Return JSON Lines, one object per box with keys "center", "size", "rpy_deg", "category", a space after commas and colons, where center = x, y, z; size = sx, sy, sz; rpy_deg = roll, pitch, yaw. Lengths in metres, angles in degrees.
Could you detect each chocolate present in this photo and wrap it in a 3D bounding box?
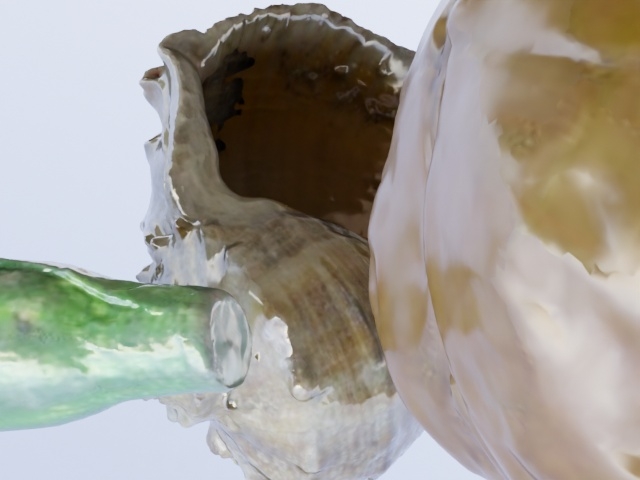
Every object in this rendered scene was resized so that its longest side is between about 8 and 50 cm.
{"center": [-0.178, 0.058, 1.047], "size": [0.291, 0.110, 0.110], "rpy_deg": [-3, -157, 23], "category": "chocolate"}

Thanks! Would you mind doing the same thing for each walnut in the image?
{"center": [0.207, 0.019, 0.847], "size": [0.398, 0.308, 0.354], "rpy_deg": [38, 179, -19], "category": "walnut"}

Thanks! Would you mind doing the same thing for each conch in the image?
{"center": [-0.014, 0.007, 1.234], "size": [0.352, 0.210, 0.297], "rpy_deg": [-18, -97, -55], "category": "conch"}
